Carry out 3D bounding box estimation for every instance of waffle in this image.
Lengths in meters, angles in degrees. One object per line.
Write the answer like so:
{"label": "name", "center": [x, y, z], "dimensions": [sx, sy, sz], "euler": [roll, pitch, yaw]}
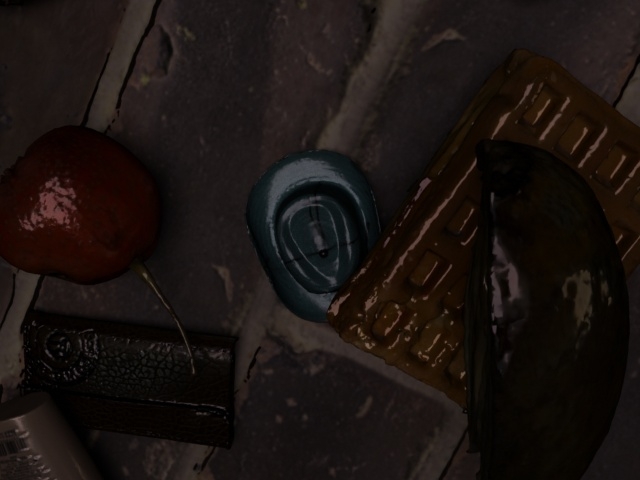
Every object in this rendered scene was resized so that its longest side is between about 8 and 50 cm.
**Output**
{"label": "waffle", "center": [0.181, 0.006, 0.817], "dimensions": [0.224, 0.098, 0.327], "euler": [34, 96, -13]}

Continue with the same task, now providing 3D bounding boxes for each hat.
{"label": "hat", "center": [0.000, 0.000, 0.871], "dimensions": [0.138, 0.078, 0.190], "euler": [-20, 96, 5]}

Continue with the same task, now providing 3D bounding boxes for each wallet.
{"label": "wallet", "center": [-0.214, 0.156, 0.934], "dimensions": [0.243, 0.039, 0.132], "euler": [7, 103, 7]}

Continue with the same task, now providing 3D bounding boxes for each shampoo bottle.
{"label": "shampoo bottle", "center": [-0.291, 0.296, 0.935], "dimensions": [0.127, 0.078, 0.256], "euler": [-14, 104, 8]}

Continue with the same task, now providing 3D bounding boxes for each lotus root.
{"label": "lotus root", "center": [0.195, 0.077, 0.708], "dimensions": [0.142, 0.210, 0.314], "euler": [-2, 120, 5]}

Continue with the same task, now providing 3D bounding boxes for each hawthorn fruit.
{"label": "hawthorn fruit", "center": [-0.203, 0.014, 0.863], "dimensions": [0.285, 0.165, 0.165], "euler": [43, 100, -7]}

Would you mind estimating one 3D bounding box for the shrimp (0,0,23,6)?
{"label": "shrimp", "center": [-0.284, -0.343, 0.857], "dimensions": [0.289, 0.075, 0.178], "euler": [-13, 89, 8]}
